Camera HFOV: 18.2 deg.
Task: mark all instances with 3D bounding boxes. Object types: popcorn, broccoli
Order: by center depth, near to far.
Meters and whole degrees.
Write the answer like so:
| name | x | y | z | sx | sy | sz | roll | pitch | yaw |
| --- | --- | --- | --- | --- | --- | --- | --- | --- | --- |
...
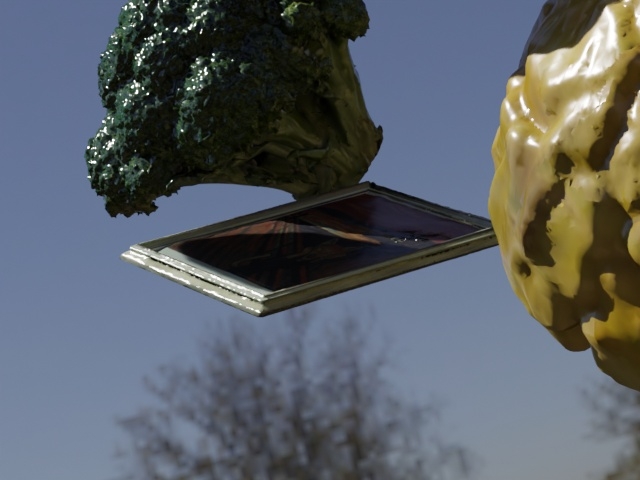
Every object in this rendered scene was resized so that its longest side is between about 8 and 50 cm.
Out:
| name | x | y | z | sx | sy | sz | roll | pitch | yaw |
| --- | --- | --- | --- | --- | --- | --- | --- | --- | --- |
| popcorn | 0.280 | -0.076 | 1.367 | 0.354 | 0.390 | 0.344 | -19 | -45 | -14 |
| broccoli | -0.073 | -0.139 | 1.874 | 0.283 | 0.304 | 0.321 | 37 | -20 | -23 |

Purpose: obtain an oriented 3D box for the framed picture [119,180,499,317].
| name | x | y | z | sx | sy | sz | roll | pitch | yaw |
| --- | --- | --- | --- | --- | --- | --- | --- | --- | --- |
| framed picture | 0.000 | 0.000 | 1.674 | 0.273 | 0.016 | 0.216 | -17 | 21 | -34 |
